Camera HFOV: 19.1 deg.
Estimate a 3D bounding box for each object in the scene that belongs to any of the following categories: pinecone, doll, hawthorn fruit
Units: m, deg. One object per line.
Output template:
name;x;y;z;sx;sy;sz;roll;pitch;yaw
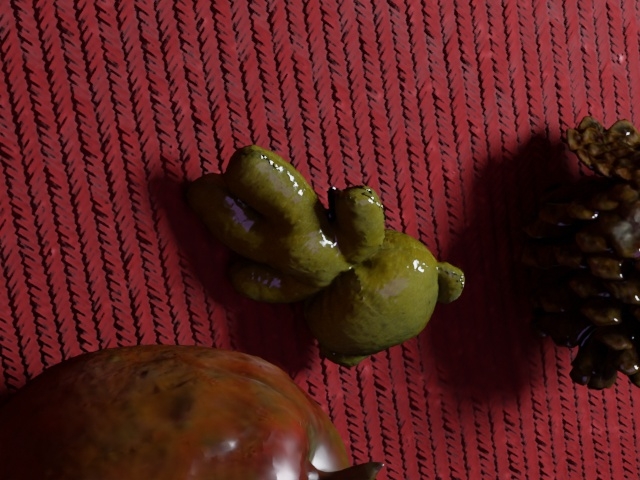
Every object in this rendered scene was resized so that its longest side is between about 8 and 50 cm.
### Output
pinecone;0.244;0.018;1.499;0.168;0.185;0.212;16;110;-48
doll;0.000;0.000;1.397;0.137;0.097;0.209;-35;117;24
hawthorn fruit;-0.079;0.193;1.259;0.298;0.277;0.277;-25;133;25
